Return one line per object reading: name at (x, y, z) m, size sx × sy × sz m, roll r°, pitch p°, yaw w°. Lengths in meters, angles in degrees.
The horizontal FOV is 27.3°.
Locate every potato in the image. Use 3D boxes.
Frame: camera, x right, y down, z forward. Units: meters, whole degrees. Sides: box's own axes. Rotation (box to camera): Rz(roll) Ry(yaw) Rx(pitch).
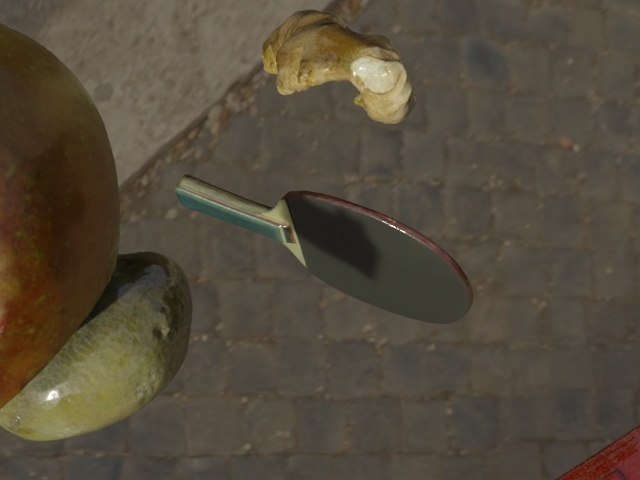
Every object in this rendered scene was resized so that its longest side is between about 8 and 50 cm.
potato at (-0.227, 0.106, 1.313) m, size 0.235 × 0.178 × 0.160 m, roll -37°, pitch 85°, yaw -4°

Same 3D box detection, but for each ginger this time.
ginger at (0.009, -0.145, 1.085) m, size 0.089 × 0.288 × 0.075 m, roll -38°, pitch 117°, yaw -4°

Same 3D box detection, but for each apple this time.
apple at (-0.354, -0.014, 1.166) m, size 0.374 × 0.374 × 0.384 m, roll 7°, pitch 98°, yaw -20°

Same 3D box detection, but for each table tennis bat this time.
table tennis bat at (0.000, 0.000, 1.090) m, size 0.274 × 0.154 × 0.021 m, roll 20°, pitch 64°, yaw 21°

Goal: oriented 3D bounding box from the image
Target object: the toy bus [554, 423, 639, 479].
toy bus at (0.163, 0.186, 0.853) m, size 0.234 × 0.096 × 0.073 m, roll -28°, pitch 60°, yaw -15°
